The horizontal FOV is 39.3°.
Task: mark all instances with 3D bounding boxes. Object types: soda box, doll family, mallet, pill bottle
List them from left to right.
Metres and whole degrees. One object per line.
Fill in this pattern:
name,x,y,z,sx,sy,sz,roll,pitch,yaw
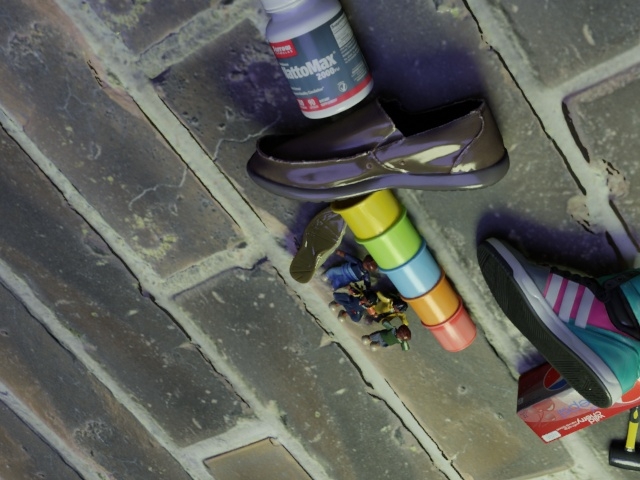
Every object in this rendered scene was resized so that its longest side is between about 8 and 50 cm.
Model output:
pill bottle,-0.011,-0.264,1.187,0.108,0.108,0.180,-14,118,25
doll family,0.081,0.096,1.428,0.193,0.076,0.111,41,145,-19
soda box,0.435,0.215,1.393,0.263,0.092,0.083,-33,110,33
mallet,0.504,0.301,1.473,0.062,0.039,0.190,0,119,20

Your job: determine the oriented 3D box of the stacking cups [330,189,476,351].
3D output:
stacking cups,0.132,0.045,1.371,0.096,0.096,0.316,-20,118,28

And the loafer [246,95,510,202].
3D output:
loafer,0.074,-0.143,1.244,0.365,0.134,0.130,-4,119,8

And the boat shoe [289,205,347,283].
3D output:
boat shoe,0.001,0.002,1.414,0.056,0.048,0.153,32,121,9

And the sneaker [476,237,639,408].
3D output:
sneaker,0.379,0.078,1.302,0.295,0.178,0.124,52,163,23
